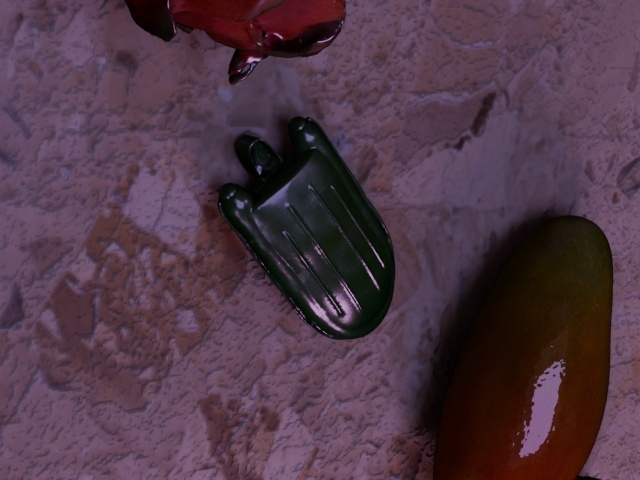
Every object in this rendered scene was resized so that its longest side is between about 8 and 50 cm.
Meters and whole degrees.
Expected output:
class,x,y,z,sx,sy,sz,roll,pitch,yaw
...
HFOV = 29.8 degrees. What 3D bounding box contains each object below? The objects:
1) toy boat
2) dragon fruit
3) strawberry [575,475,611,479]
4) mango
class,x,y,z,sx,sy,sz,roll,pitch,yaw
toy boat,0.000,0.000,0.934,0.104,0.052,0.210,-47,127,-16
dragon fruit,-0.042,-0.213,0.759,0.274,0.193,0.192,5,75,-37
strawberry,0.218,0.345,1.143,0.205,0.205,0.244,11,121,-37
mango,0.184,0.115,1.058,0.146,0.129,0.289,13,89,-35
